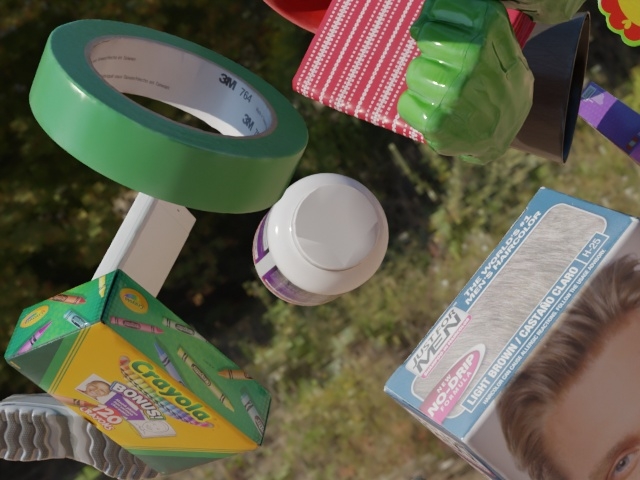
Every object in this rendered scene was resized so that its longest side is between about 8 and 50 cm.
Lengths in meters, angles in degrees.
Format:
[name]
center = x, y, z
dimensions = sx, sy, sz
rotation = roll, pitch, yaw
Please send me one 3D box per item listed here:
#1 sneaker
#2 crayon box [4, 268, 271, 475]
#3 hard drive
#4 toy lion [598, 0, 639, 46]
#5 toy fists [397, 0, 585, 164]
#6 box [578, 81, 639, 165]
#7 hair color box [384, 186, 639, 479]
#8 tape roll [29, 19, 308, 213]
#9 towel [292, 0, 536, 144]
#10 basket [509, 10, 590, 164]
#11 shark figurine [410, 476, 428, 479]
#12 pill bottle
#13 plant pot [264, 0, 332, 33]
[sneaker]
center = -0.305, 0.242, 1.784
dimensions = 0.281, 0.105, 0.115
rotation = 11, 19, -5
[crayon box]
center = -0.210, 0.163, 1.571
dimensions = 0.165, 0.278, 0.081
rotation = -22, 39, 33
[hard drive]
center = -0.315, 0.066, 2.190
dimensions = 0.307, 0.040, 0.203
rotation = -63, -17, -10
[toy lion]
center = 0.239, -0.166, 0.882
dimensions = 0.096, 0.100, 0.034
rotation = -57, 3, 22
[toy fists]
center = 0.156, -0.206, 1.168
dimensions = 0.279, 0.096, 0.142
rotation = -62, -25, -5
[box]
center = 0.488, -0.122, 1.921
dimensions = 0.057, 0.201, 0.293
rotation = -51, 15, 11
[hair color box]
center = 0.225, 0.141, 0.891
dimensions = 0.174, 0.347, 0.105
rotation = -52, 28, -6
[tape roll]
center = -0.174, -0.150, 1.554
dimensions = 0.077, 0.321, 0.321
rotation = -64, -5, 25
[towel]
center = 0.103, -0.218, 1.492
dimensions = 0.275, 0.031, 0.199
rotation = 26, 90, 41
[basket]
center = 0.221, -0.211, 1.728
dimensions = 0.227, 0.204, 0.154
rotation = 8, -15, 16
[shark figurine]
center = 0.141, 0.263, 1.081
dimensions = 0.278, 0.116, 0.166
rotation = 14, 38, 37
[pill bottle]
center = 0.000, 0.000, 2.029
dimensions = 0.181, 0.181, 0.323
rotation = -35, -1, -11
[plant pot]
center = 0.052, -0.453, 1.856
dimensions = 0.275, 0.275, 0.243
rotation = -22, 36, 53
